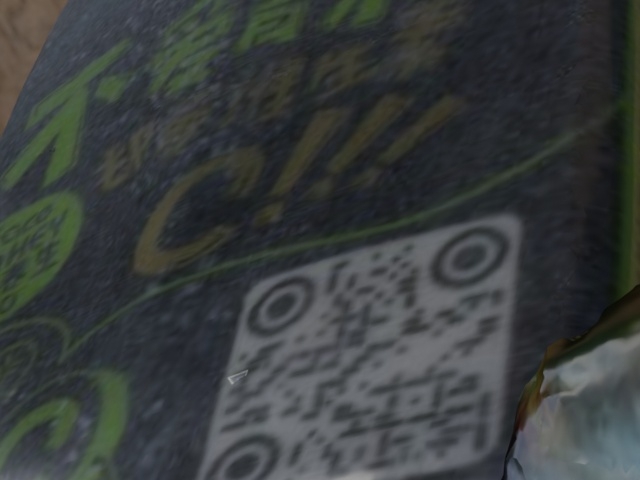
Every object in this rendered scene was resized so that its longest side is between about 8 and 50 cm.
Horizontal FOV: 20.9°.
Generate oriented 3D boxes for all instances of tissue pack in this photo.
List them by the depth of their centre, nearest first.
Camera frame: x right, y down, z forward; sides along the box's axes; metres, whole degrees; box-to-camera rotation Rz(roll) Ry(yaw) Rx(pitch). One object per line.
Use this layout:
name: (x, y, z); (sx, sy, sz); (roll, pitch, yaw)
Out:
tissue pack: (0.000, 0.000, 0.592); (0.288, 0.394, 0.124); (-20, 126, 27)

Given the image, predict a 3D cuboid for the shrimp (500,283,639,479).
shrimp: (0.206, 0.108, 0.349); (0.372, 0.172, 0.137); (18, 123, -10)
